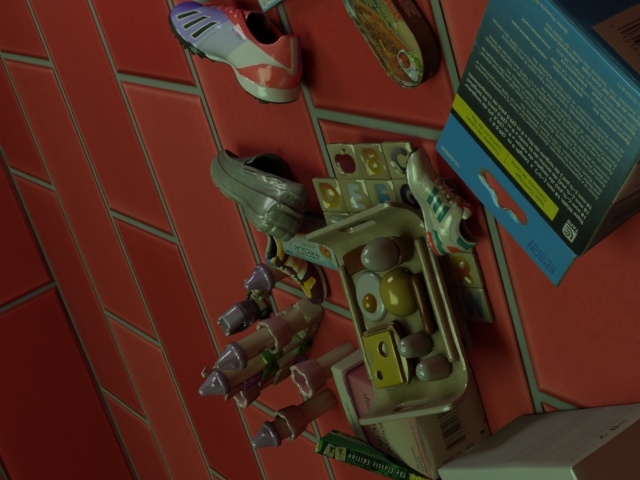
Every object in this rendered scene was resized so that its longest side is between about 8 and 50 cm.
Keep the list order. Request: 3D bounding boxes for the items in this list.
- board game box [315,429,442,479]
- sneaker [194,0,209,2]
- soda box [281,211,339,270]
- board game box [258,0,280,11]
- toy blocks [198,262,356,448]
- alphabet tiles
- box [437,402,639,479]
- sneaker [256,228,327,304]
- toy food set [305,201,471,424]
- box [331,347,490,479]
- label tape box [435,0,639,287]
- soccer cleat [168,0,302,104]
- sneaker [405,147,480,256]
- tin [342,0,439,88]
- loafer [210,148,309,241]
[{"bbox_3d":[0.127,0.370,1.991,0.260,0.030,0.136,18,-177,11],"label":"board game box"},{"bbox_3d":[-0.173,-0.464,1.867,0.151,0.094,0.256,35,145,40],"label":"sneaker"},{"bbox_3d":[0.000,0.000,2.049,0.183,0.063,0.058,18,132,57],"label":"soda box"},{"bbox_3d":[-0.068,-0.409,1.800,0.103,0.026,0.154,65,155,-6],"label":"board game box"},{"bbox_3d":[-0.134,0.224,2.304,0.309,0.260,0.288,52,154,20],"label":"toy blocks"},{"bbox_3d":[0.119,0.010,1.817,0.285,0.011,0.342,5,120,47],"label":"alphabet tiles"},{"bbox_3d":[0.344,0.357,1.629,0.215,0.168,0.345,62,155,-1],"label":"box"},{"bbox_3d":[-0.054,0.041,2.170,0.069,0.084,0.185,1,116,62],"label":"sneaker"},{"bbox_3d":[0.087,0.112,1.791,0.220,0.092,0.306,-22,81,52],"label":"toy food set"},{"bbox_3d":[0.144,0.264,1.968,0.232,0.127,0.148,17,131,57],"label":"box"},{"bbox_3d":[0.270,-0.138,1.333,0.240,0.106,0.333,52,155,21],"label":"label tape box"},{"bbox_3d":[-0.132,-0.331,1.939,0.318,0.109,0.116,41,130,39],"label":"soccer cleat"},{"bbox_3d":[0.172,-0.056,1.665,0.075,0.057,0.161,-8,110,31],"label":"sneaker"},{"bbox_3d":[0.091,-0.290,1.606,0.189,0.040,0.106,59,159,7],"label":"tin"},{"bbox_3d":[-0.102,-0.101,2.112,0.112,0.111,0.319,28,-172,-34],"label":"loafer"}]
